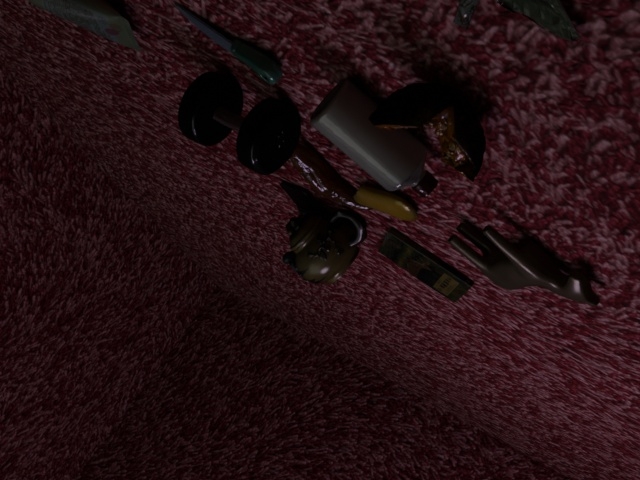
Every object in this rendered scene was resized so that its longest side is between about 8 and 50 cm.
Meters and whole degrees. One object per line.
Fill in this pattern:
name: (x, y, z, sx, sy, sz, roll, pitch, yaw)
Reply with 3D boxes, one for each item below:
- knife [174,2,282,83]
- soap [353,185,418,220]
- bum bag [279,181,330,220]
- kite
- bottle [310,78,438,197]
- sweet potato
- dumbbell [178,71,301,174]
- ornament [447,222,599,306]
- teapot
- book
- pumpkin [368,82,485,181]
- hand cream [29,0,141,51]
knife: (-0.173, -0.372, 1.632, 0.260, 0.034, 0.063, 37, 173, 19)
soap: (0.134, -0.082, 1.830, 0.169, 0.033, 0.089, 23, 159, 40)
bum bag: (-0.036, -0.087, 2.215, 0.109, 0.026, 0.159, 22, 160, 44)
kite: (0.174, -0.327, 1.006, 0.323, 0.013, 0.267, 33, 164, 18)
bottle: (0.103, -0.164, 1.498, 0.245, 0.104, 0.104, 39, 165, -14)
sweet potato: (0.011, -0.136, 1.898, 0.255, 0.058, 0.078, 38, 146, -25)
dumbbell: (-0.165, -0.240, 1.769, 0.218, 0.152, 0.152, 28, 164, 27)
ornament: (0.384, 0.047, 1.618, 0.245, 0.061, 0.230, 39, 163, -8)
teapot: (0.000, 0.000, 2.139, 0.183, 0.173, 0.269, 41, 133, -8)
book: (0.245, 0.059, 2.050, 0.228, 0.024, 0.160, 35, 163, 5)
pumpkin: (0.175, -0.175, 1.294, 0.184, 0.107, 0.119, 30, -173, -11)
hand cream: (-0.525, -0.506, 1.864, 0.306, 0.093, 0.147, 31, 167, 8)
